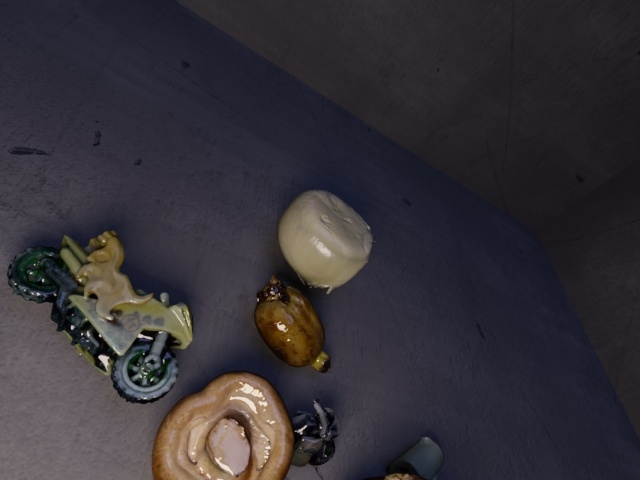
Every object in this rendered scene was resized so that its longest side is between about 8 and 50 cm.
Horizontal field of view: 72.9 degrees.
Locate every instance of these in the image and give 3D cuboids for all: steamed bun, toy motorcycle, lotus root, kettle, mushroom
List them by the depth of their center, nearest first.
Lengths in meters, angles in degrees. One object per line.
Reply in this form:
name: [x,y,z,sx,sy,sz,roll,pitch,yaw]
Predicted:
mushroom: [-0.180,0.391,0.837,0.278,0.146,0.278,10,57,-15]
toy motorcycle: [-0.435,0.143,0.920,0.410,0.169,0.237,43,34,0]
toy motorcycle: [-0.062,0.436,0.997,0.270,0.159,0.106,28,17,-23]
kettle: [0.274,0.625,1.179,0.148,0.098,0.127,-6,53,-51]
lotus root: [-0.079,0.241,1.187,0.314,0.141,0.169,57,42,-3]
steamed bun: [0.000,0.000,1.428,0.312,0.233,0.334,43,27,2]

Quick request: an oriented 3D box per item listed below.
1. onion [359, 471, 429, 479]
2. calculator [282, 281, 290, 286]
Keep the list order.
onion: [0.157,0.659,0.887,0.353,0.353,0.354,26,40,-23]
calculator: [-0.117,0.181,1.312,0.094,0.019,0.141,35,37,-7]
